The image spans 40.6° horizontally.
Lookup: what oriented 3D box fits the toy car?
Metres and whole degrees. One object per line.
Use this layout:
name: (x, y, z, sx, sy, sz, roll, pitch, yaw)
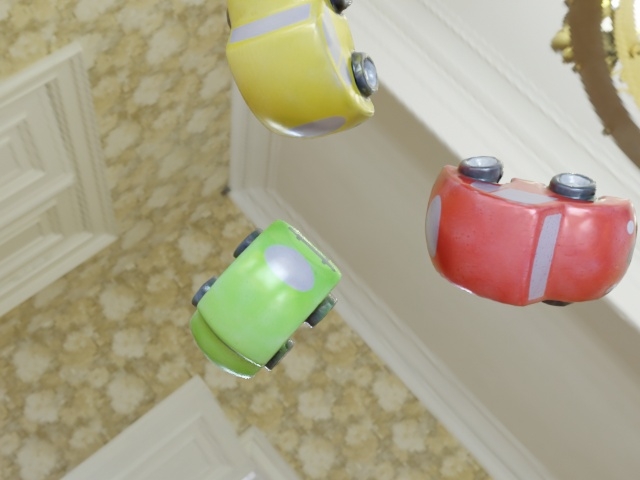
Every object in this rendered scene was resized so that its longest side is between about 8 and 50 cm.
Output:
toy car: (0.000, 0.000, 0.435, 0.239, 0.053, 0.225, 42, -61, 2)
